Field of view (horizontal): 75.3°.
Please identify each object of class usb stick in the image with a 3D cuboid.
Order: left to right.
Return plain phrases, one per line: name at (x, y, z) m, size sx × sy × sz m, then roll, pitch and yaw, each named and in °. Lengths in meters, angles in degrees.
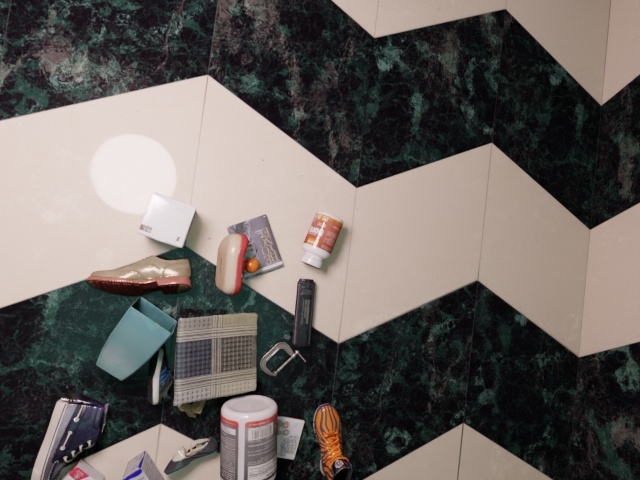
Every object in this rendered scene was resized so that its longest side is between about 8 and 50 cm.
usb stick at (-0.068, 0.295, 1.688) m, size 0.077 × 0.045 × 0.278 m, roll 5°, pitch 88°, yaw -10°

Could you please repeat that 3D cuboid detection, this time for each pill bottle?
pill bottle at (-0.266, 0.786, 1.536) m, size 0.210 × 0.210 × 0.363 m, roll 1°, pitch 89°, yaw -17°
pill bottle at (0.000, 0.000, 1.671) m, size 0.121 × 0.121 × 0.216 m, roll 25°, pitch 82°, yaw -16°

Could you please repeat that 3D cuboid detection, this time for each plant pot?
plant pot at (-0.652, 0.350, 1.451) m, size 0.165 × 0.165 × 0.234 m, roll 39°, pitch 86°, yaw -13°

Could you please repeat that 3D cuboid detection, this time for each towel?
towel at (-0.382, 0.431, 1.545) m, size 0.324 × 0.056 × 0.312 m, roll 4°, pitch 84°, yaw -37°

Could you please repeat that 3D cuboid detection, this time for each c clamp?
c clamp at (-0.156, 0.486, 1.670) m, size 0.160 × 0.022 × 0.137 m, roll -36°, pitch 100°, yaw -15°

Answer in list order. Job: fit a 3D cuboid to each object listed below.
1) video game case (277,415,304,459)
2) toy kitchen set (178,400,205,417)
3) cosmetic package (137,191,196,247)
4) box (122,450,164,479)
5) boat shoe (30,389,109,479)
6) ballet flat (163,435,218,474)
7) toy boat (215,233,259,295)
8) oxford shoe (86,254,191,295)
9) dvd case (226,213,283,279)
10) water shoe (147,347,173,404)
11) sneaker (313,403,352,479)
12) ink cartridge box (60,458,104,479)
video game case at (-0.152, 0.792, 1.670) m, size 0.143 × 0.019 × 0.157 m, roll 18°, pitch 84°, yaw -17°
toy kitchen set at (-0.477, 0.618, 1.569) m, size 0.083 × 0.075 × 0.068 m, roll 2°, pitch 131°, yaw 14°
cosmetic package at (-0.537, -0.068, 1.471) m, size 0.151 × 0.183 × 0.151 m, roll 20°, pitch 84°, yaw -17°
box at (-0.624, 0.847, 1.467) m, size 0.072 × 0.126 × 0.137 m, roll -29°, pitch 97°, yaw -14°
boat shoe at (-0.837, 0.694, 1.398) m, size 0.158 × 0.127 × 0.341 m, roll 15°, pitch 84°, yaw -9°
ballet flat at (-0.485, 0.788, 1.541) m, size 0.203 × 0.074 × 0.074 m, roll -17°, pitch 95°, yaw -23°
toy boat at (-0.303, 0.090, 1.566) m, size 0.151 × 0.151 × 0.231 m, roll 4°, pitch 95°, yaw -33°
oxford shoe at (-0.643, 0.122, 1.493) m, size 0.348 × 0.123 × 0.130 m, roll 3°, pitch 60°, yaw -15°
dvd case at (-0.258, 0.025, 1.645) m, size 0.164 × 0.018 × 0.221 m, roll -20°, pitch 96°, yaw -16°
water shoe at (-0.584, 0.494, 1.524) m, size 0.080 × 0.073 × 0.203 m, roll 9°, pitch 86°, yaw -44°
sneaker at (0.061, 0.829, 1.652) m, size 0.124 × 0.180 × 0.321 m, roll -10°, pitch 93°, yaw -17°
ink cartridge box at (-0.849, 0.857, 1.428) m, size 0.109 × 0.063 × 0.150 m, roll 46°, pitch 78°, yaw -12°
